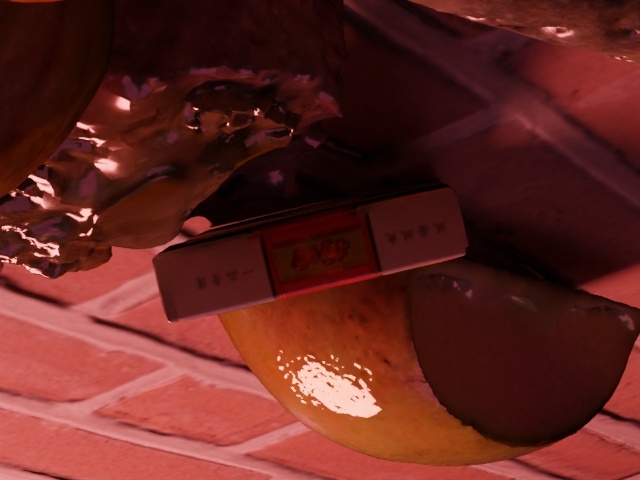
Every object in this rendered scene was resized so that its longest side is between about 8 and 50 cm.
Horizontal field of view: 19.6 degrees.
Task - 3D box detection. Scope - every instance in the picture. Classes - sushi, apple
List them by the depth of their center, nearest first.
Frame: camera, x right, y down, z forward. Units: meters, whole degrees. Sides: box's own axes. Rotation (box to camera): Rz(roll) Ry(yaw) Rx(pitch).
[{"bbox_3d":[-0.102,-0.059,0.719,0.241,0.107,0.161,-3,152,-20],"label":"sushi"},{"bbox_3d":[0.056,0.078,1.107,0.193,0.120,0.265,-12,162,38],"label":"apple"}]

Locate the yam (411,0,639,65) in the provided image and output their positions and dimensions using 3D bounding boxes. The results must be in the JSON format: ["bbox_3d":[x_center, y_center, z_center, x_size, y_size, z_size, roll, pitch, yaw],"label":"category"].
[{"bbox_3d":[0.076,-0.125,0.649,0.194,0.107,0.107,9,150,-38],"label":"yam"}]

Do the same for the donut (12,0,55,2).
[{"bbox_3d":[-0.058,-0.165,0.405,0.227,0.114,0.226,-23,145,-18],"label":"donut"}]

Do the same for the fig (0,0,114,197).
[{"bbox_3d":[-0.096,-0.119,0.573,0.245,0.149,0.149,-46,145,19],"label":"fig"}]

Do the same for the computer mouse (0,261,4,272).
[{"bbox_3d":[-0.254,0.042,0.939,0.126,0.056,0.245,6,152,-36],"label":"computer mouse"}]

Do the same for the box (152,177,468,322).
[{"bbox_3d":[0.000,0.000,0.878,0.132,0.034,0.235,-12,-177,3],"label":"box"}]
